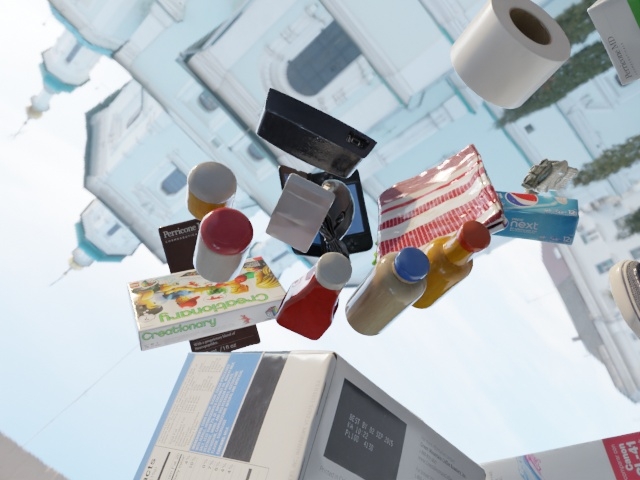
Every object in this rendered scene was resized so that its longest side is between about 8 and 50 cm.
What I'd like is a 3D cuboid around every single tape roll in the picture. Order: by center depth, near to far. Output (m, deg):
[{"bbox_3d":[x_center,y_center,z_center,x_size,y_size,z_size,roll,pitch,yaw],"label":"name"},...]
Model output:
[{"bbox_3d":[0.477,-0.481,1.407,0.246,0.169,0.246,14,-126,-20],"label":"tape roll"}]

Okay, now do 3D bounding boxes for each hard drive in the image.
[{"bbox_3d":[-0.019,-0.227,1.228,0.255,0.172,0.054,25,-109,-8],"label":"hard drive"}]

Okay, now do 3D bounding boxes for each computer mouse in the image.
[{"bbox_3d":[0.050,-0.071,1.474,0.272,0.072,0.188,-82,-31,-53],"label":"computer mouse"}]

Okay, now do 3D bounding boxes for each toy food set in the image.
[{"bbox_3d":[0.000,0.000,0.419,0.232,0.104,0.111,27,-124,-2],"label":"toy food set"}]

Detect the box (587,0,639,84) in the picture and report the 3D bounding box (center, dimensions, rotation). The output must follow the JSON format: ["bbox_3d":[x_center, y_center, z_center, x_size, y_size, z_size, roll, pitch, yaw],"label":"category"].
[{"bbox_3d":[0.375,-0.251,0.623,0.102,0.087,0.101,-41,-76,-35],"label":"box"}]

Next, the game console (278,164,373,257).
[{"bbox_3d":[0.020,-0.100,1.735,0.173,0.250,0.293,73,-173,-78],"label":"game console"}]

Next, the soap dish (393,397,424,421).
[{"bbox_3d":[0.139,0.517,1.160,0.118,0.290,0.229,12,-154,4],"label":"soap dish"}]

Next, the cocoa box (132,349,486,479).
[{"bbox_3d":[-0.004,0.296,0.615,0.347,0.228,0.231,44,-129,-36],"label":"cocoa box"}]

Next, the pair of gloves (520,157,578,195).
[{"bbox_3d":[0.497,-0.096,1.319,0.204,0.240,0.042,7,-139,-49],"label":"pair of gloves"}]

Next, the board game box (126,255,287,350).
[{"bbox_3d":[-0.237,0.123,1.167,0.305,0.053,0.193,-11,-150,-21],"label":"board game box"}]

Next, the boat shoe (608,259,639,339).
[{"bbox_3d":[0.621,0.151,0.883,0.127,0.158,0.340,-10,-117,-31],"label":"boat shoe"}]

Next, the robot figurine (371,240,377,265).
[{"bbox_3d":[0.194,0.036,1.534,0.101,0.115,0.067,48,-170,15],"label":"robot figurine"}]

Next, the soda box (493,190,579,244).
[{"bbox_3d":[0.405,-0.050,1.127,0.067,0.210,0.071,-65,-23,-48],"label":"soda box"}]

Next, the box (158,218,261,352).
[{"bbox_3d":[-0.305,0.125,1.544,0.191,0.143,0.381,-16,-90,-11],"label":"box"}]

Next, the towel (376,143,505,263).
[{"bbox_3d":[0.207,-0.062,1.041,0.037,0.237,0.329,54,-159,-21],"label":"towel"}]

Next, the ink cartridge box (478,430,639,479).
[{"bbox_3d":[0.383,0.395,0.861,0.226,0.306,0.131,37,-141,-52],"label":"ink cartridge box"}]
